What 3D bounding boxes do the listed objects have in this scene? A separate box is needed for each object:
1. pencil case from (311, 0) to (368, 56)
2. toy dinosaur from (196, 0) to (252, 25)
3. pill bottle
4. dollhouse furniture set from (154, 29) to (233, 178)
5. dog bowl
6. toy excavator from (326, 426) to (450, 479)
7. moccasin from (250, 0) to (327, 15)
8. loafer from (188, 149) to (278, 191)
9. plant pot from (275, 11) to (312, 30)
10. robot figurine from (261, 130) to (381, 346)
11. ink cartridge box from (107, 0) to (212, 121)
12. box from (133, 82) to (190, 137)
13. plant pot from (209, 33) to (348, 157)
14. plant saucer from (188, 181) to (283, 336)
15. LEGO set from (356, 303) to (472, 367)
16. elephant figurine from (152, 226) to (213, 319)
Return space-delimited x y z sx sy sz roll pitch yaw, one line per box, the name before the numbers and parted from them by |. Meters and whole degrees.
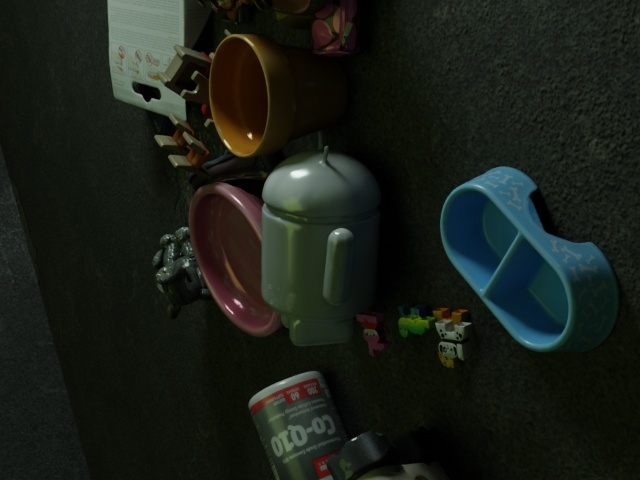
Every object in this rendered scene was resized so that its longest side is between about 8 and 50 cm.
pencil case | 0.031 -0.405 1.387 0.098 0.095 0.209 -104 12 -74
toy dinosaur | -0.165 -0.520 1.638 0.321 0.164 0.218 8 122 36
pill bottle | -0.017 0.410 1.632 0.161 0.161 0.283 -49 59 51
dollhouse furniture set | -0.212 -0.287 1.724 0.262 0.135 0.259 -53 48 15
dog bowl | 0.271 0.029 1.166 0.297 0.074 0.166 55 140 33
toy excavator | 0.076 0.534 1.443 0.445 0.433 0.222 -45 58 20
moccasin | -0.132 -0.461 1.385 0.380 0.147 0.139 39 130 30
loafer | -0.183 -0.132 1.780 0.302 0.109 0.095 -22 85 54
plant pot | -0.035 -0.413 1.486 0.081 0.083 0.082 -4 95 57
robot figurine | 0.000 0.000 1.449 0.300 0.199 0.354 -135 44 -65
ink cartridge box | -0.362 -0.487 1.923 0.308 0.091 0.385 22 119 42
box | -0.380 -0.388 2.037 0.233 0.059 0.183 59 141 28
plant pot | -0.063 -0.254 1.481 0.205 0.188 0.205 21 117 51
plant saucer | -0.152 0.032 1.757 0.332 0.084 0.332 33 135 40
LEGO set | 0.171 0.159 1.351 0.227 0.087 0.093 1 103 50
elephant figurine | -0.308 0.096 1.928 0.169 0.186 0.239 -56 24 27
